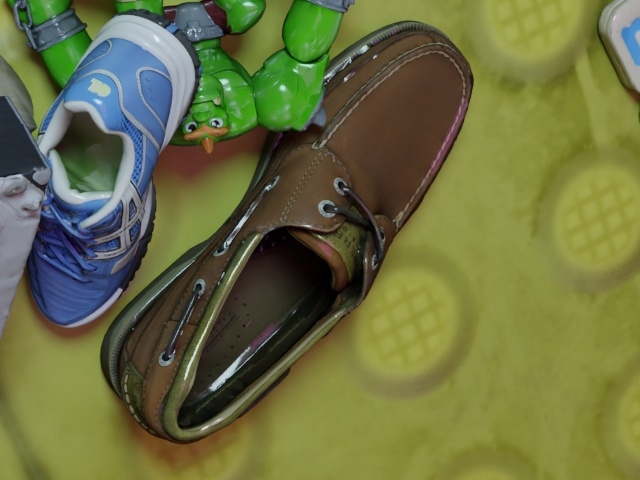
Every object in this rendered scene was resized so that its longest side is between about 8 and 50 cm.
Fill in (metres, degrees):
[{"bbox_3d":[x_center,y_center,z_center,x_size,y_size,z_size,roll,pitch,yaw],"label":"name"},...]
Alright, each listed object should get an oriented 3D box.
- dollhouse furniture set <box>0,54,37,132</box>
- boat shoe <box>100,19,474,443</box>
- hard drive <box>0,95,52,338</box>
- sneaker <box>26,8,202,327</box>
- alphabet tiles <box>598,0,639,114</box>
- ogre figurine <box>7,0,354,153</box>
[{"bbox_3d":[-0.274,-0.080,0.834,0.182,0.101,0.161,-34,73,15],"label":"dollhouse furniture set"},{"bbox_3d":[0.000,0.000,0.936,0.111,0.104,0.307,40,84,-26],"label":"boat shoe"},{"bbox_3d":[-0.311,0.053,0.732,0.339,0.064,0.237,-13,146,-36],"label":"hard drive"},{"bbox_3d":[-0.132,-0.027,0.846,0.080,0.081,0.211,27,130,8],"label":"sneaker"},{"bbox_3d":[0.326,-0.176,1.085,0.284,0.021,0.278,-37,114,-12],"label":"alphabet tiles"},{"bbox_3d":[-0.069,-0.111,0.885,0.197,0.097,0.118,-14,105,-20],"label":"ogre figurine"}]
